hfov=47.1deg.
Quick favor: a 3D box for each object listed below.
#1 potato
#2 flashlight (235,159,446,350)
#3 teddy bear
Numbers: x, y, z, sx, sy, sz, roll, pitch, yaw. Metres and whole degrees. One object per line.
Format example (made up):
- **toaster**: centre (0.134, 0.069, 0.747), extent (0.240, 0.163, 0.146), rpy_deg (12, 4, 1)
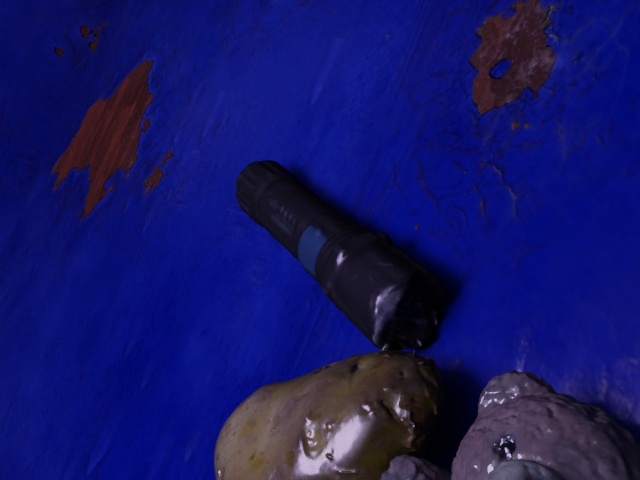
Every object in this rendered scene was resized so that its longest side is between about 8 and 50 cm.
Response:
- **potato**: centre (0.007, 0.212, 0.747), extent (0.296, 0.141, 0.192), rpy_deg (-37, 28, 30)
- **flashlight**: centre (0.000, 0.000, 0.925), extent (0.103, 0.103, 0.424), rpy_deg (-58, 36, 6)
- **teddy bear**: centre (0.147, 0.245, 0.561), extent (0.236, 0.151, 0.267), rpy_deg (40, 103, 30)
